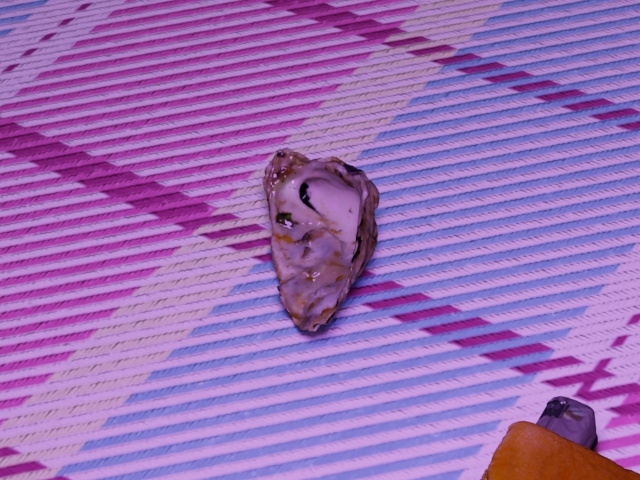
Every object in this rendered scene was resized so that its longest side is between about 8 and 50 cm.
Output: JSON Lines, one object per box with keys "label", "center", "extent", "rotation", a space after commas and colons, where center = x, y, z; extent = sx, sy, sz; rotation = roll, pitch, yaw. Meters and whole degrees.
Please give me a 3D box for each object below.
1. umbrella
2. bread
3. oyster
{"label": "umbrella", "center": [0.201, 0.297, 1.887], "extent": [0.067, 0.073, 0.337], "rotation": [4, 42, 38]}
{"label": "bread", "center": [0.266, 0.294, 1.796], "extent": [0.245, 0.121, 0.174], "rotation": [26, 49, -5]}
{"label": "oyster", "center": [-0.003, 0.003, 2.221], "extent": [0.166, 0.094, 0.294], "rotation": [-11, 51, 22]}
